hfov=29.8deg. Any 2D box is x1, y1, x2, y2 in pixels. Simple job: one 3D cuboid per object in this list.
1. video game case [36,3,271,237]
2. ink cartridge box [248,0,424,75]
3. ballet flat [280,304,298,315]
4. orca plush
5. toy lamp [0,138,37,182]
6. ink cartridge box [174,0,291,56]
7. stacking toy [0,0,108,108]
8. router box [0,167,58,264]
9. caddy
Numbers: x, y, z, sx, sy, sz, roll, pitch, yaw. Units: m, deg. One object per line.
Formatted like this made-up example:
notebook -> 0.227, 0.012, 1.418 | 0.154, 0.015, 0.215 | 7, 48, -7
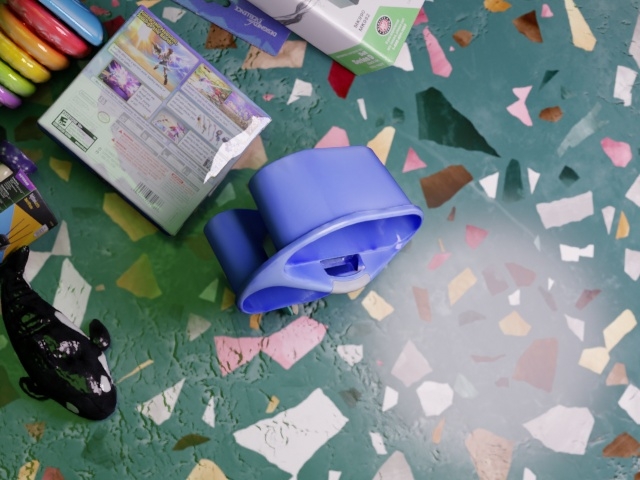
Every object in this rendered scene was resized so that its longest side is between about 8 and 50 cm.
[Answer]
video game case -> -0.255, -0.183, 1.858 | 0.269, 0.061, 0.244 | 41, 79, -11
ink cartridge box -> 0.017, -0.425, 1.874 | 0.289, 0.121, 0.211 | 30, 77, -23
ballet flat -> -0.087, 0.045, 1.850 | 0.168, 0.057, 0.052 | 41, 68, 7
orca plush -> -0.399, 0.137, 1.787 | 0.151, 0.102, 0.287 | -20, 78, -7
toy lamp -> -0.552, -0.033, 1.834 | 0.080, 0.080, 0.274 | 37, 77, 6
ink cartridge box -> -0.125, -0.506, 1.973 | 0.304, 0.072, 0.307 | 29, 74, 3
stacking toy -> -0.488, -0.271, 1.867 | 0.302, 0.175, 0.166 | -48, 122, 4
router box -> -0.469, -0.027, 1.783 | 0.133, 0.179, 0.046 | -38, 79, -10
caddy -> 0.000, 0.000, 1.736 | 0.241, 0.341, 0.179 | -44, 70, 33
